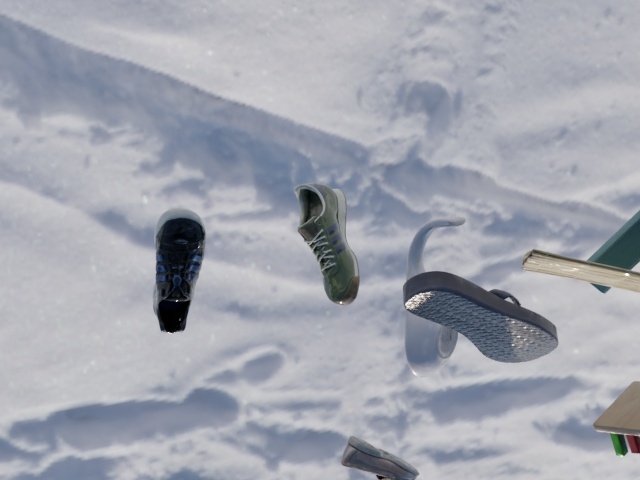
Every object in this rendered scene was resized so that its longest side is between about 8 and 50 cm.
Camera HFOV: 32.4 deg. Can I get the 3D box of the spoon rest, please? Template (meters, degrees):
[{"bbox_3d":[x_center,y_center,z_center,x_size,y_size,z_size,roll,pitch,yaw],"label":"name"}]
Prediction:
[{"bbox_3d":[0.185,0.093,1.846,0.084,0.276,0.137,11,-170,35],"label":"spoon rest"}]

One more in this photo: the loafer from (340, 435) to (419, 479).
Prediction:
[{"bbox_3d":[0.075,0.291,1.425,0.125,0.045,0.039,32,87,-34],"label":"loafer"}]

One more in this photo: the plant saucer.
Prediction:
[{"bbox_3d":[0.519,0.014,1.860,0.067,0.018,0.192,38,119,-4],"label":"plant saucer"}]

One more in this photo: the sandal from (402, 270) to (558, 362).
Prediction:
[{"bbox_3d":[0.204,0.085,1.336,0.097,0.054,0.254,-26,139,35],"label":"sandal"}]

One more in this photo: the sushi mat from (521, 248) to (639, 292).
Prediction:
[{"bbox_3d":[0.489,0.064,1.806,0.316,0.019,0.151,12,172,8],"label":"sushi mat"}]

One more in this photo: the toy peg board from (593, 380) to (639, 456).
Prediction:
[{"bbox_3d":[0.624,0.339,2.049,0.160,0.079,0.161,-3,-156,48],"label":"toy peg board"}]

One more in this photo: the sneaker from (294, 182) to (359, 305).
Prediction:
[{"bbox_3d":[0.000,0.000,1.615,0.064,0.192,0.086,-27,147,35],"label":"sneaker"}]

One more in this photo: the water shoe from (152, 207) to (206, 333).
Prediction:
[{"bbox_3d":[-0.195,0.046,1.544,0.073,0.080,0.203,-2,133,-13],"label":"water shoe"}]
